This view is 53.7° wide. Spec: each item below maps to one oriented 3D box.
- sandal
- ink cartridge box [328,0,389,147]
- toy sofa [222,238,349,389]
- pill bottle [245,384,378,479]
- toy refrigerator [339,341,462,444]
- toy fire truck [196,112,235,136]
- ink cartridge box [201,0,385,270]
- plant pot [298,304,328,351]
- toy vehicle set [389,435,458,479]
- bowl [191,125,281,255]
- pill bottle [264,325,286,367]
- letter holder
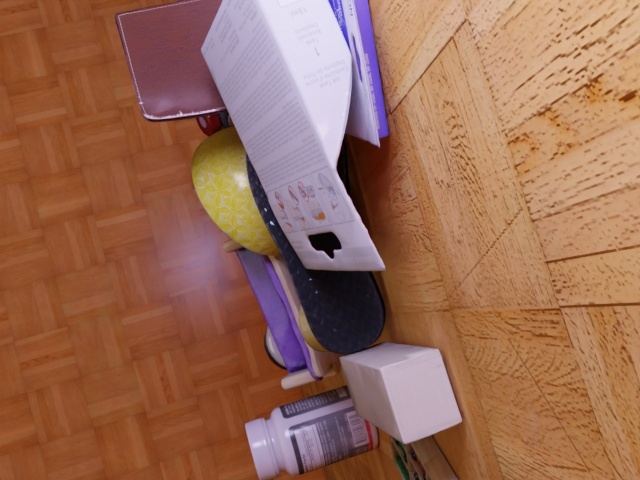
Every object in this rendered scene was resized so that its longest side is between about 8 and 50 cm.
[{"bbox_3d":[-0.010,-0.031,1.068,0.107,0.168,0.445,-45,-59,-81],"label":"sandal"},{"bbox_3d":[0.036,-0.233,0.796,0.208,0.045,0.206,-134,29,-66],"label":"ink cartridge box"},{"bbox_3d":[-0.082,0.142,1.403,0.177,0.150,0.362,-24,-89,-62],"label":"toy sofa"},{"bbox_3d":[-0.022,0.449,1.472,0.161,0.283,0.161,165,90,-80],"label":"pill bottle"},{"bbox_3d":[0.111,0.214,0.937,0.269,0.094,0.102,143,110,-77],"label":"toy refrigerator"},{"bbox_3d":[-0.233,-0.318,1.915,0.254,0.169,0.302,29,140,42],"label":"toy fire truck"},{"bbox_3d":[-0.024,-0.147,0.859,0.385,0.091,0.308,64,162,-7],"label":"ink cartridge box"},{"bbox_3d":[0.041,0.145,1.176,0.095,0.134,0.134,-2,105,51],"label":"plant pot"},{"bbox_3d":[0.174,0.387,1.016,0.267,0.035,0.166,-123,20,-60],"label":"toy vehicle set"},{"bbox_3d":[-0.097,-0.131,1.283,0.156,0.289,0.289,-34,64,33],"label":"bowl"},{"bbox_3d":[-0.067,0.272,1.759,0.318,0.176,0.176,118,136,-76],"label":"pill bottle"},{"bbox_3d":[-0.174,-0.297,1.115,0.152,0.302,0.214,111,142,-74],"label":"letter holder"}]
